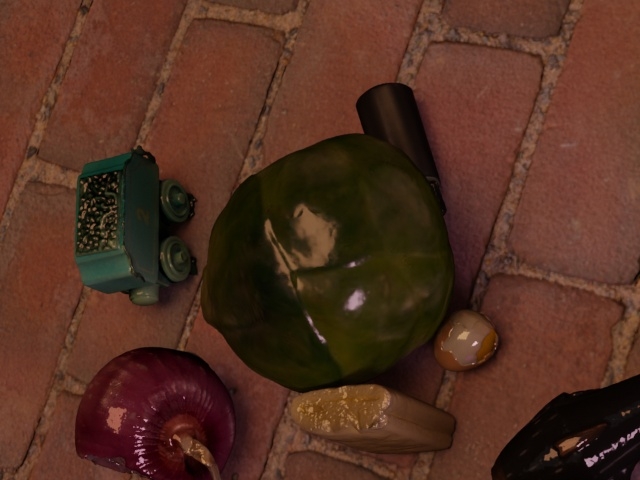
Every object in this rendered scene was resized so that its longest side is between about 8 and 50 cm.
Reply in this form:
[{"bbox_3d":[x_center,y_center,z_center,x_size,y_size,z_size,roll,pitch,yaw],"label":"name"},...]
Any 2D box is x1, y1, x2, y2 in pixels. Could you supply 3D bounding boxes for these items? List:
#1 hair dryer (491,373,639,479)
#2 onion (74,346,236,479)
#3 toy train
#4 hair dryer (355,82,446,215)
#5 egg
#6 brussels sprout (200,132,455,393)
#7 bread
[{"bbox_3d":[0.380,0.310,1.698,0.303,0.120,0.359,-29,72,11],"label":"hair dryer"},{"bbox_3d":[-0.207,0.226,2.000,0.207,0.200,0.201,15,80,-8],"label":"onion"},{"bbox_3d":[-0.260,-0.018,2.135,0.112,0.163,0.203,-15,67,28],"label":"toy train"},{"bbox_3d":[0.043,-0.064,2.033,0.248,0.078,0.196,-31,61,31],"label":"hair dryer"},{"bbox_3d":[0.173,0.123,1.881,0.083,0.071,0.071,-49,56,13],"label":"egg"},{"bbox_3d":[-0.004,0.039,1.889,0.354,0.281,0.289,-22,94,53],"label":"brussels sprout"},{"bbox_3d":[0.066,0.217,1.852,0.139,0.178,0.060,-10,70,31],"label":"bread"}]
